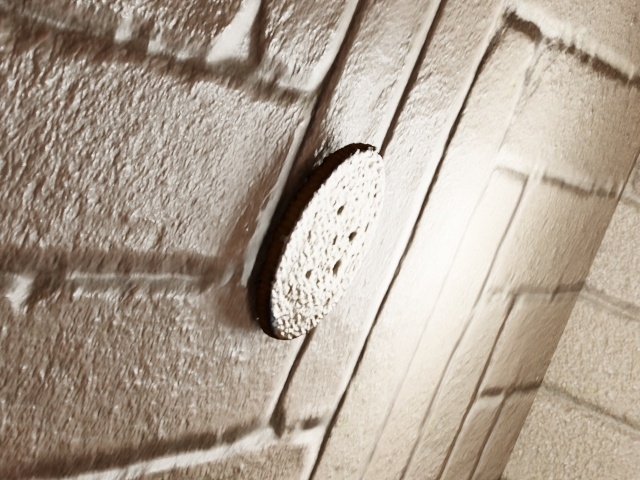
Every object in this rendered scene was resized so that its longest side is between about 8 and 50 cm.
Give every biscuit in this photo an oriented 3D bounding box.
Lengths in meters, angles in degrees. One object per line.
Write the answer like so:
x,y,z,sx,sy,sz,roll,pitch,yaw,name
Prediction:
0.000,0.000,2.091,0.305,0.038,0.305,-48,154,-34,biscuit
